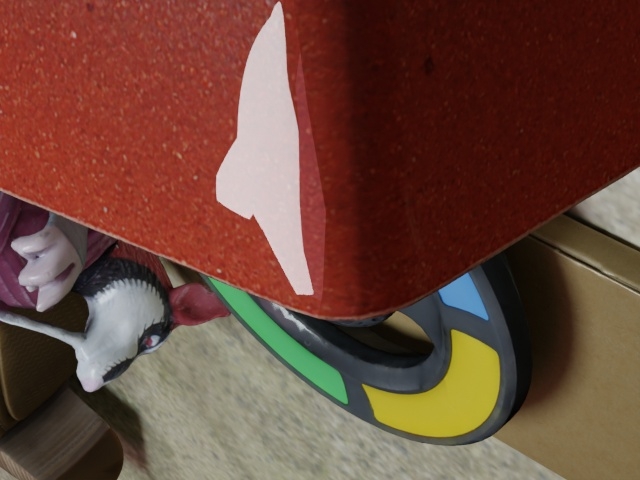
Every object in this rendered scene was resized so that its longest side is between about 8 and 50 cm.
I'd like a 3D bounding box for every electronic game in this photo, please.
[{"bbox_3d":[0.000,0.000,0.880,0.229,0.048,0.229,36,152,22],"label":"electronic game"}]

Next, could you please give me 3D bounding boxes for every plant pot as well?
[{"bbox_3d":[-0.007,-0.169,0.499,0.267,0.267,0.236,21,127,38],"label":"plant pot"}]

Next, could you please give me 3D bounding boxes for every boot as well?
[{"bbox_3d":[-0.230,0.036,1.264,0.220,0.109,0.283,36,159,27],"label":"boot"}]

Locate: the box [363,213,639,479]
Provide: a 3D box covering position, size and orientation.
[{"bbox_3d":[0.089,0.040,0.887,0.201,0.021,0.164,29,148,30],"label":"box"}]

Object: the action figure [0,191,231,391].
[{"bbox_3d":[-0.211,-0.029,1.020,0.370,0.276,0.248,24,132,-36],"label":"action figure"}]
